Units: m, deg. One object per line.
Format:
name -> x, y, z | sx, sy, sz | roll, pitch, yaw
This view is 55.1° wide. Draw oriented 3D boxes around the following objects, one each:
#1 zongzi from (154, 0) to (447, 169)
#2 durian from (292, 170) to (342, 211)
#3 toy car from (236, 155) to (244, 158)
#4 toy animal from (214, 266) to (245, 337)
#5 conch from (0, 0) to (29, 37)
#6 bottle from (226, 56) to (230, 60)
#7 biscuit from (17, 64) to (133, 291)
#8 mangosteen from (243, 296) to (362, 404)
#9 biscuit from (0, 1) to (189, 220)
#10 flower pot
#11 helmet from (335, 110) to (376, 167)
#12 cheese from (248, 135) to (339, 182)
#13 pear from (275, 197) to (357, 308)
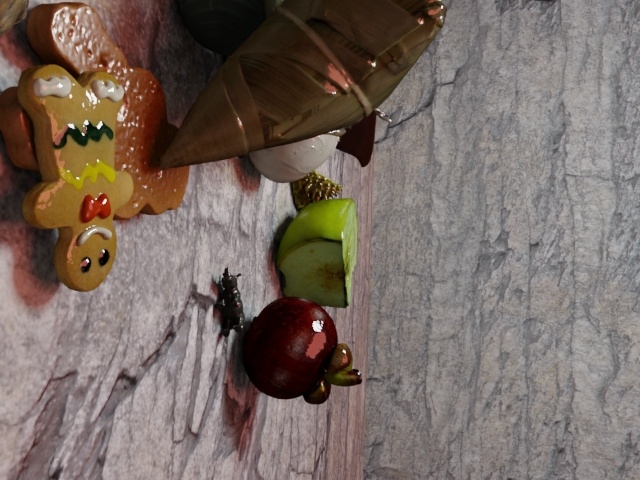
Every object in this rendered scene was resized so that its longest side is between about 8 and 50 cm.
zongzi -> -0.066, -0.235, 1.047 | 0.218, 0.467, 0.500 | 56, -8, 0
durian -> -0.016, -0.156, 1.686 | 0.139, 0.144, 0.252 | 69, 17, 5
toy car -> -0.167, -0.198, 1.174 | 0.041, 0.025, 0.093 | -73, 156, -48
toy animal -> -0.167, 0.108, 1.145 | 0.065, 0.047, 0.136 | -76, 160, -63
conch -> -0.276, -0.224, 0.471 | 0.207, 0.130, 0.155 | -96, -163, -78
bottle -> -0.123, -0.430, 1.165 | 0.120, 0.120, 0.253 | -16, 104, -77
biscuit -> -0.248, -0.061, 0.648 | 0.158, 0.035, 0.240 | -38, 132, -64
mangosteen -> -0.032, 0.236, 1.271 | 0.215, 0.257, 0.215 | 25, 90, -89
biscuit -> -0.254, -0.130, 0.745 | 0.334, 0.047, 0.202 | 48, 49, -68
flower pot -> -0.140, -0.422, 0.997 | 0.189, 0.157, 0.243 | 48, 51, -74
helmet -> 0.050, -0.396, 1.658 | 0.337, 0.230, 0.385 | 103, -1, -63
cheese -> -0.066, -0.207, 1.281 | 0.189, 0.198, 0.154 | 30, 31, -62
pear -> 0.000, 0.000, 1.577 | 0.282, 0.176, 0.286 | -75, 165, -44
